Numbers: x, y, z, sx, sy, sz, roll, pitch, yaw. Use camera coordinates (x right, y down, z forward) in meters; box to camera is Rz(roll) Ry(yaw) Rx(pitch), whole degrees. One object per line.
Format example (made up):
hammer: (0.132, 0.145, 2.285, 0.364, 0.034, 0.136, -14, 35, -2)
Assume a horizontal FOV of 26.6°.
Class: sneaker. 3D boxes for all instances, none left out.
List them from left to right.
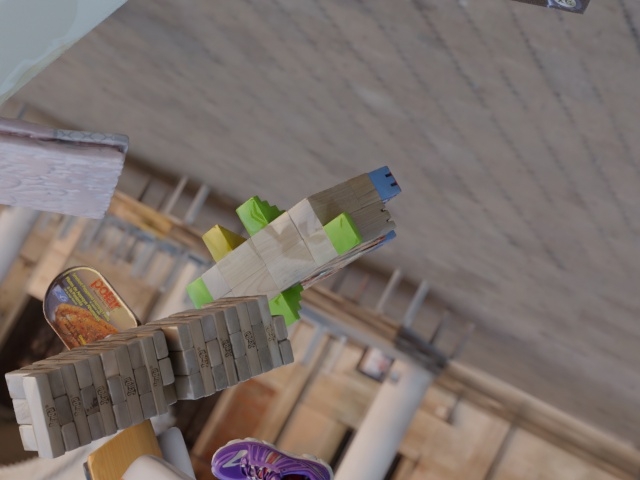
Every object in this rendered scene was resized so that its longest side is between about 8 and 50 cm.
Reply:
sneaker: (-0.068, 0.309, 1.807, 0.169, 0.068, 0.071, 6, -170, 15)

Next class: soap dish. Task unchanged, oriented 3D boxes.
soap dish: (-0.205, 0.366, 1.601, 0.291, 0.118, 0.229, 108, 146, -60)

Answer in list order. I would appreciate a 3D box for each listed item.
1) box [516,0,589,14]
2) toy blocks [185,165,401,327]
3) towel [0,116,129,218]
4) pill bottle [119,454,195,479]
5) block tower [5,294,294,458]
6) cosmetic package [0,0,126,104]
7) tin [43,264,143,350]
box: (0.246, -0.362, 1.517, 0.147, 0.180, 0.077, 11, 170, 3)
toy blocks: (0.000, 0.000, 2.120, 0.381, 0.261, 0.191, -35, 83, 44)
towel: (-0.424, -0.105, 1.787, 0.316, 0.053, 0.332, 9, 166, -13)
pill bottle: (-0.176, 0.408, 1.183, 0.224, 0.392, 0.224, 33, 171, 6)
block tower: (-0.190, 0.144, 1.512, 0.335, 0.091, 0.097, -18, -173, -42)
cosmetic package: (-0.355, -0.265, 1.532, 0.113, 0.309, 0.160, 48, -171, -39)
tin: (-0.329, 0.116, 1.972, 0.190, 0.106, 0.040, 47, -177, 30)
